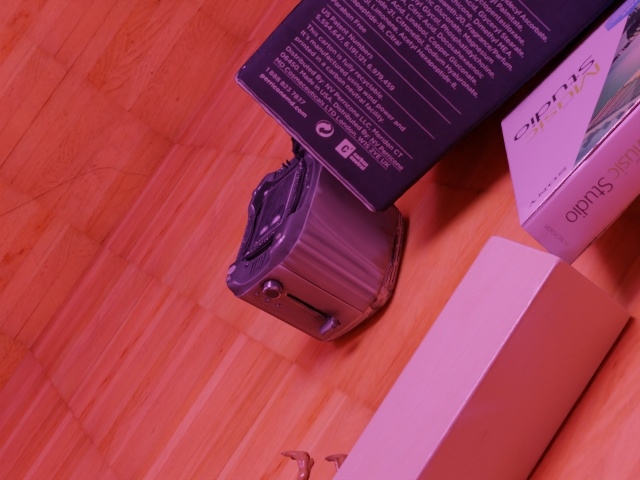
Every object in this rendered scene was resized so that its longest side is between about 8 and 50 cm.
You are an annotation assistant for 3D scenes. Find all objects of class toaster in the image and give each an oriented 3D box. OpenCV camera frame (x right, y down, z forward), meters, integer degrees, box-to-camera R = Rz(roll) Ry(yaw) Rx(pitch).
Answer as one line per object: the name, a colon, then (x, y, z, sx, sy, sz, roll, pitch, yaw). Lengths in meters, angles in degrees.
toaster: (0.000, 0.000, 1.445, 0.129, 0.146, 0.227, -39, 25, 36)

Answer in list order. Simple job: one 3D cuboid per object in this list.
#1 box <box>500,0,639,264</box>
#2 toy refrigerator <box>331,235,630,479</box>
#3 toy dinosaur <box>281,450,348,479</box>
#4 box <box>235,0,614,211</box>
box: (0.253, -0.127, 1.124, 0.232, 0.058, 0.322, -48, 11, 17)
toy refrigerator: (0.115, 0.138, 1.031, 0.269, 0.094, 0.102, -57, 24, -5)
toy dinosaur: (-0.001, 0.243, 1.196, 0.211, 0.064, 0.112, 141, 140, -60)
box: (0.145, -0.270, 1.380, 0.395, 0.212, 0.293, -43, 8, 30)
